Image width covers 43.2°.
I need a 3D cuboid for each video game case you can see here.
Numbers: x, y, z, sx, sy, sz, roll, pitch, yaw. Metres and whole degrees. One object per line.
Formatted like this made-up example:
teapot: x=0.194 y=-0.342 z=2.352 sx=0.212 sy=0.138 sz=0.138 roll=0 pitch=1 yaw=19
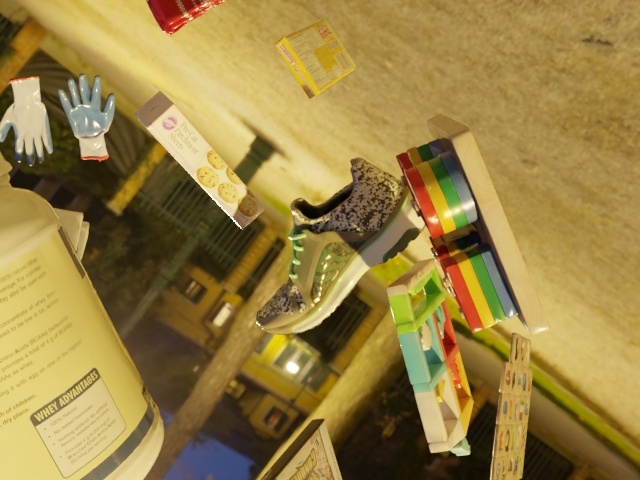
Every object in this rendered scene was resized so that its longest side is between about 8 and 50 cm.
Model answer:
video game case: x=-0.023 y=0.537 z=1.647 sx=0.275 sy=0.035 sz=0.248 roll=-34 pitch=-70 yaw=-63

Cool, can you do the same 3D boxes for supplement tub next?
supplement tub: x=-0.308 y=0.097 z=0.719 sx=0.325 sy=0.235 sz=0.235 roll=67 pitch=166 yaw=-16

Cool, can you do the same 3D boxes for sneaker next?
sneaker: x=0.000 y=0.000 z=1.418 sx=0.182 sy=0.410 sz=0.158 roll=38 pitch=-155 yaw=-17

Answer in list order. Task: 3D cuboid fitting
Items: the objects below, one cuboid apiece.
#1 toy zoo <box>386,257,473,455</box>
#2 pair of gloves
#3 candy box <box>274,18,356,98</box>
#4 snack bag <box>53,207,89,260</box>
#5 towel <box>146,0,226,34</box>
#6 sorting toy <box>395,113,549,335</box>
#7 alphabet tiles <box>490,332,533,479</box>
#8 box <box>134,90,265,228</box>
toy zoo: x=0.176 y=0.187 z=1.222 sx=0.192 sy=0.030 sz=0.293 roll=-28 pitch=-77 yaw=-66
pair of gloves: x=-0.451 y=-0.206 z=1.381 sx=0.198 sy=0.159 sz=0.023 roll=-6 pitch=-153 yaw=-18
candy box: x=-0.004 y=-0.312 z=1.368 sx=0.105 sy=0.027 sz=0.206 roll=55 pitch=-150 yaw=-7
snack bag: x=-0.541 y=0.064 z=1.230 sx=0.323 sy=0.343 sz=0.037 roll=11 pitch=139 yaw=-15
towel: x=-0.127 y=-0.407 z=1.084 sx=0.199 sy=0.274 sz=0.031 roll=59 pitch=177 yaw=24
sorting toy: x=0.177 y=-0.020 z=1.032 sx=0.257 sy=0.089 sz=0.256 roll=-83 pitch=-30 yaw=-78
alphabet tiles: x=0.374 y=0.356 z=1.571 sx=0.011 sy=0.343 sz=0.285 roll=4 pitch=171 yaw=25
box: x=-0.213 y=-0.139 z=1.485 sx=0.063 sy=0.067 sz=0.324 roll=44 pitch=175 yaw=43
